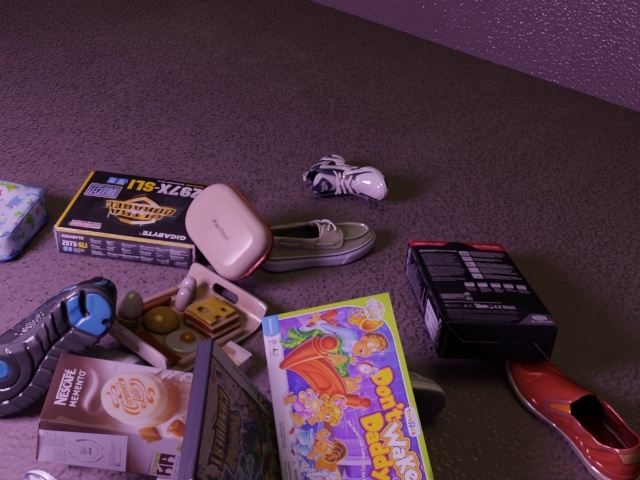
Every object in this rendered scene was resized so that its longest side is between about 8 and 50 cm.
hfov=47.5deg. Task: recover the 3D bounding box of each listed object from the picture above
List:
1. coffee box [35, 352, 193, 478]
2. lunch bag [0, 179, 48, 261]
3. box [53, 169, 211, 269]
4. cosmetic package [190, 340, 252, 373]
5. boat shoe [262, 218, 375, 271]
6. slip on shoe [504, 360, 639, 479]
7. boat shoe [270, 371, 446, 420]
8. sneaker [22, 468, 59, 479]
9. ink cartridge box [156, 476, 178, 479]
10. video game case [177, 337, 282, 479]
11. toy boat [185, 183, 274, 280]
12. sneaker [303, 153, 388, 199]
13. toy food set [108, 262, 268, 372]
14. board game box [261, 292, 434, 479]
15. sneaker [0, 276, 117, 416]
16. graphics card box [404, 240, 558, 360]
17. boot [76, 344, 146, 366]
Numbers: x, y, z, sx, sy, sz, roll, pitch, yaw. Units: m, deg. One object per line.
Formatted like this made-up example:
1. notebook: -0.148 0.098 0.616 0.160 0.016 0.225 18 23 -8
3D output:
1. coffee box: -0.303 0.278 1.147 0.246 0.098 0.141 10 35 -11
2. lunch bag: -0.740 -0.049 1.660 0.175 0.090 0.219 9 36 2
3. box: -0.426 -0.054 1.731 0.321 0.079 0.257 8 34 2
4. cosmetic package: -0.189 0.248 1.389 0.060 0.041 0.115 26 40 23
5. boat shoe: 0.000 0.000 1.712 0.302 0.094 0.109 -13 41 -25
6. slip on shoe: 0.475 0.309 1.369 0.122 0.101 0.331 -13 39 -23
7. boat shoe: 0.071 0.266 1.350 0.320 0.118 0.103 2 40 5
8. sneaker: -0.421 0.407 1.130 0.135 0.052 0.058 24 44 22
9. ink cartridge box: -0.207 0.390 1.177 0.104 0.060 0.180 10 36 3
10. video game case: -0.124 0.328 1.141 0.035 0.248 0.275 -25 34 15
11. toy boat: -0.188 -0.018 1.615 0.231 0.151 0.151 50 11 23
12. sneaker: 0.053 -0.149 1.925 0.235 0.094 0.153 33 45 32
13. toy food set: -0.277 0.139 1.444 0.219 0.093 0.306 28 29 25
14. board game box: 0.040 0.275 1.221 0.233 0.078 0.347 -12 57 1
15. sneaker: -0.495 0.189 1.290 0.340 0.125 0.140 -33 17 3
16. graphics card box: 0.328 0.118 1.556 0.232 0.094 0.371 3 24 -7
17. boot: -0.430 0.278 1.282 0.123 0.095 0.258 14 28 19
